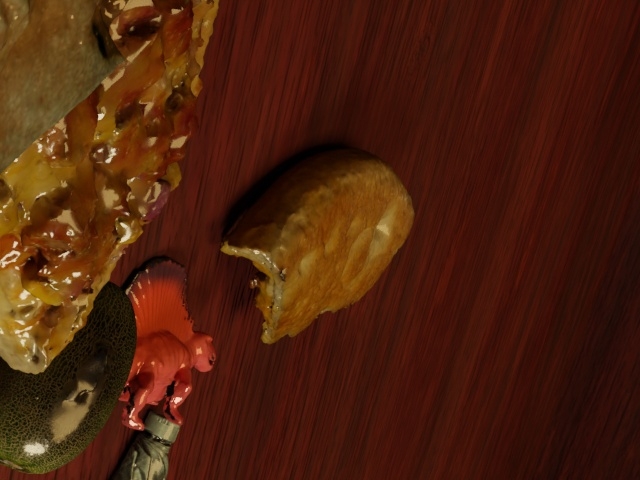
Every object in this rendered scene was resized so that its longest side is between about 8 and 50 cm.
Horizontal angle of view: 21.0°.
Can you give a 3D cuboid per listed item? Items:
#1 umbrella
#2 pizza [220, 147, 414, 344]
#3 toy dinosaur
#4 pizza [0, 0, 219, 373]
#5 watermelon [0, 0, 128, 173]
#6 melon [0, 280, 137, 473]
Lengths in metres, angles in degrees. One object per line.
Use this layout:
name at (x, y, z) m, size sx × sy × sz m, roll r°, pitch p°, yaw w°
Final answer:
umbrella at (-0.183, 0.246, 1.589) m, size 0.188 × 0.046 × 0.050 m, roll -65°, pitch 153°, yaw -9°
pizza at (0.000, 0.000, 1.690) m, size 0.365 × 0.074 × 0.182 m, roll -27°, pitch 137°, yaw -60°
toy dinosaur at (-0.156, 0.083, 1.443) m, size 0.286 × 0.070 × 0.139 m, roll 3°, pitch 102°, yaw -65°
pizza at (-0.154, -0.094, 1.155) m, size 0.409 × 0.114 × 0.278 m, roll -69°, pitch 165°, yaw 8°
watermelon at (-0.198, -0.156, 0.900) m, size 0.302 × 0.151 × 0.264 m, roll -42°, pitch 146°, yaw -49°
melon at (-0.195, 0.098, 1.292) m, size 0.099 × 0.099 × 0.162 m, roll 80°, pitch 34°, yaw -59°
